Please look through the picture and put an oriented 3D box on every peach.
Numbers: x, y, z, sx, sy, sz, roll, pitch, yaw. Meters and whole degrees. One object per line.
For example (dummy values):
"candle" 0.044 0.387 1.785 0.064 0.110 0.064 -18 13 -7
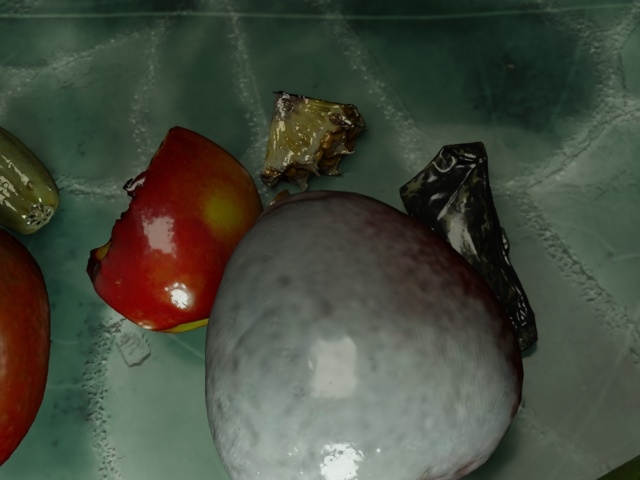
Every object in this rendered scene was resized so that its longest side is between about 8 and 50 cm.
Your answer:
"peach" -0.163 -0.014 1.524 0.196 0.190 0.226 -19 79 16

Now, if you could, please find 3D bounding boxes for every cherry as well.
"cherry" 0.024 0.124 1.395 0.335 0.291 0.326 48 66 -3

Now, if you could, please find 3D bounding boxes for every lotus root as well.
"lotus root" -0.381 -0.083 1.629 0.183 0.077 0.090 38 87 13

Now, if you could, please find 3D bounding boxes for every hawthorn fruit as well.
"hawthorn fruit" -0.419 0.106 1.488 0.295 0.295 0.311 -39 87 -3

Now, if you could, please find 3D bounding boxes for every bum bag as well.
"bum bag" 0.160 0.017 1.531 0.102 0.069 0.248 -19 80 26

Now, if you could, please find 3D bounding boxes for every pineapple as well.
"pineapple" -0.021 -0.121 1.595 0.137 0.069 0.116 -35 74 -1

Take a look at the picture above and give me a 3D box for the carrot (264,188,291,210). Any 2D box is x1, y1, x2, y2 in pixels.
"carrot" 0.000 0.000 1.571 0.139 0.048 0.048 37 83 6

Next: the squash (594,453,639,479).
"squash" 0.244 0.392 1.322 0.384 0.263 0.263 -31 73 0
